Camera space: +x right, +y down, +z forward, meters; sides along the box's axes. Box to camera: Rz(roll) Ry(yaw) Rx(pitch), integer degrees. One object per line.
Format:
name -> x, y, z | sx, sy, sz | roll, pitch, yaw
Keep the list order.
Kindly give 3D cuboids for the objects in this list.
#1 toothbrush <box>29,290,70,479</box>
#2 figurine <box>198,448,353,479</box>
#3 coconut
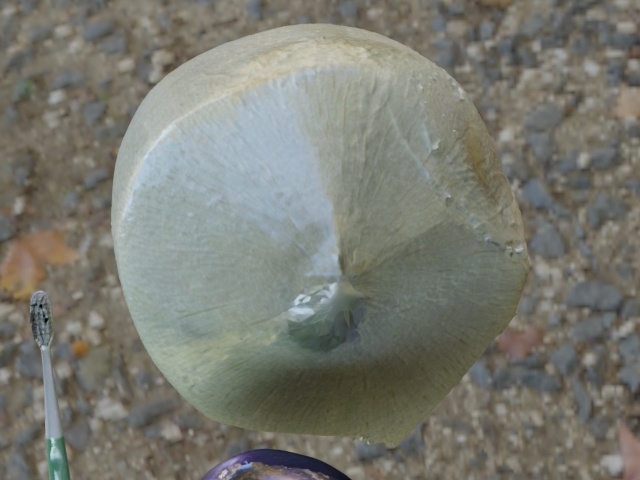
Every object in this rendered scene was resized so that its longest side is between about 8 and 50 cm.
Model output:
toothbrush -> -0.194, 0.164, 1.079 | 0.018, 0.257, 0.024 | -5, 12, -5
figurine -> -0.002, 0.187, 0.674 | 0.222, 0.145, 0.145 | 26, 55, 39
coconut -> 0.000, 0.000, 0.859 | 0.244, 0.245, 0.247 | -14, 24, -2
